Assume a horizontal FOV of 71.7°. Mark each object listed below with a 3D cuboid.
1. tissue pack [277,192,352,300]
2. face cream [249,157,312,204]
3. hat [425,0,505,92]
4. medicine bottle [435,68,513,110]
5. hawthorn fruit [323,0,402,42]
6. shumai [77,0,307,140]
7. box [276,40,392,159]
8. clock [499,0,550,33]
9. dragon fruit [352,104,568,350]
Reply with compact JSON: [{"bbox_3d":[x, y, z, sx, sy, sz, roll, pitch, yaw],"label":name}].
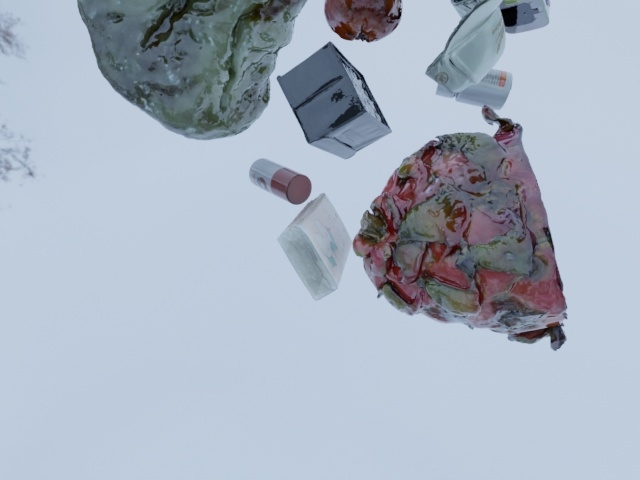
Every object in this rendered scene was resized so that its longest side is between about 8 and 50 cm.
[{"bbox_3d":[0.000,0.000,1.071,0.071,0.170,0.325,-29,-169,18],"label":"tissue pack"},{"bbox_3d":[-0.126,-0.184,1.360,0.096,0.095,0.214,-29,-143,-27],"label":"face cream"},{"bbox_3d":[0.396,-0.518,1.058,0.168,0.301,0.257,22,-106,-7],"label":"hat"},{"bbox_3d":[0.565,-0.577,1.646,0.252,0.144,0.144,12,-131,6],"label":"medicine bottle"},{"bbox_3d":[0.104,-0.685,1.183,0.212,0.298,0.211,-11,-171,2],"label":"hawthorn fruit"},{"bbox_3d":[-0.178,-0.395,0.722,0.324,0.324,0.397,-31,-82,-43],"label":"shumai"},{"bbox_3d":[0.059,-0.444,1.473,0.205,0.345,0.251,-28,-98,21],"label":"box"},{"bbox_3d":[0.641,-0.866,1.408,0.166,0.235,0.309,4,-96,36],"label":"clock"},{"bbox_3d":[0.186,0.001,0.666,0.263,0.296,0.314,-13,-127,20],"label":"dragon fruit"}]
